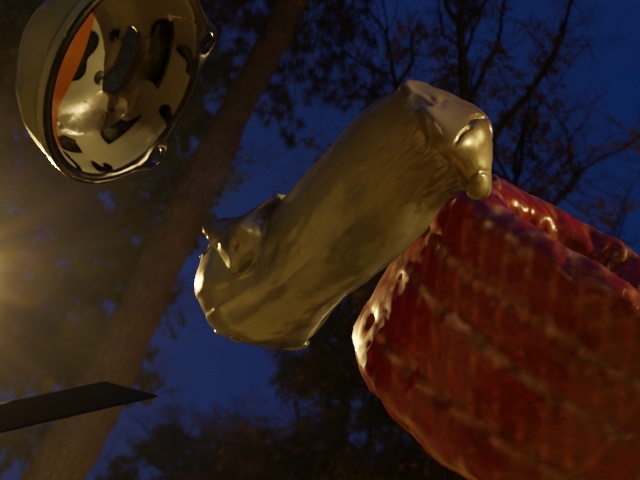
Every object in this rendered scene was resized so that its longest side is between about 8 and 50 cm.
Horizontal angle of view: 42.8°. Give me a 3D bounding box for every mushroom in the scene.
[{"bbox_3d":[-0.002,0.001,0.479,0.099,0.096,0.278,56,-35,4],"label":"mushroom"}]

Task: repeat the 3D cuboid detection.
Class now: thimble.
[{"bbox_3d":[0.218,0.101,0.791,0.350,0.350,0.230,25,-72,-18],"label":"thimble"}]

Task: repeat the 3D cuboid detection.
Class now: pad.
[{"bbox_3d":[-0.330,0.193,0.927,0.245,0.006,0.170,-6,1,-37],"label":"pad"}]

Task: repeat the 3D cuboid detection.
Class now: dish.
[{"bbox_3d":[-0.266,-0.214,0.987,0.120,0.303,0.303,29,-35,18],"label":"dish"}]
